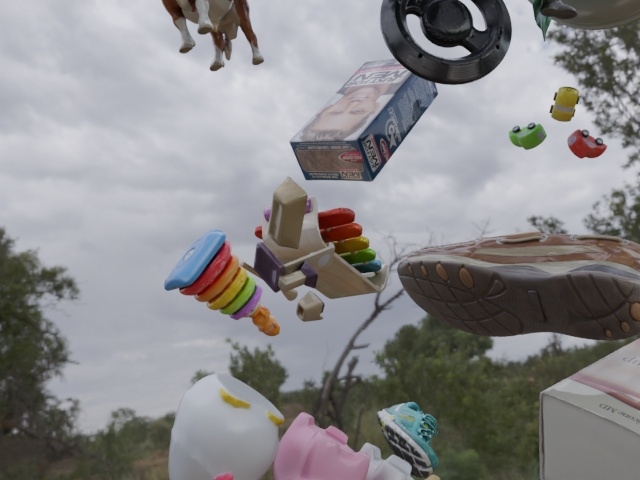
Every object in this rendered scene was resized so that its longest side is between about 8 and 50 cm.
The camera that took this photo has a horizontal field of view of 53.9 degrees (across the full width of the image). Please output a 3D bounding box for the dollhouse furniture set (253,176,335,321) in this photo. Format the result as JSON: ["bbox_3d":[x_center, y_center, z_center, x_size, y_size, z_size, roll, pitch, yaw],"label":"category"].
[{"bbox_3d":[0.000,0.000,0.593,0.081,0.091,0.114,-20,-42,-34],"label":"dollhouse furniture set"}]

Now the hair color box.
[{"bbox_3d":[0.103,-0.270,1.366,0.174,0.347,0.105,5,-47,37],"label":"hair color box"}]

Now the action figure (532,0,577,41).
[{"bbox_3d":[0.250,-0.347,0.653,0.063,0.232,0.137,4,-15,19],"label":"action figure"}]

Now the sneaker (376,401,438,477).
[{"bbox_3d":[0.195,0.401,1.325,0.110,0.107,0.275,-23,7,-5],"label":"sneaker"}]

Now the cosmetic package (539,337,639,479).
[{"bbox_3d":[0.415,0.204,0.744,0.296,0.129,0.153,-18,19,-30],"label":"cosmetic package"}]

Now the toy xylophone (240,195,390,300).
[{"bbox_3d":[-0.011,0.034,1.207,0.236,0.081,0.323,-7,-29,22],"label":"toy xylophone"}]

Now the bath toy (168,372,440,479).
[{"bbox_3d":[0.004,0.254,0.599,0.348,0.129,0.151,33,-4,-21],"label":"bath toy"}]

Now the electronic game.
[{"bbox_3d":[0.213,-0.369,1.069,0.229,0.229,0.048,-7,-15,-9],"label":"electronic game"}]

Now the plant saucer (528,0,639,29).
[{"bbox_3d":[0.472,-0.570,1.105,0.100,0.400,0.400,-26,-3,-34],"label":"plant saucer"}]

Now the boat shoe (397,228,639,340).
[{"bbox_3d":[0.252,0.047,0.796,0.324,0.123,0.116,5,37,38],"label":"boat shoe"}]

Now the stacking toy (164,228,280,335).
[{"bbox_3d":[-0.204,0.129,1.512,0.302,0.166,0.175,43,-29,-18],"label":"stacking toy"}]

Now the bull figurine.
[{"bbox_3d":[-0.194,-0.380,0.977,0.101,0.188,0.310,-18,-5,23],"label":"bull figurine"}]

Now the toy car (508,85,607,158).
[{"bbox_3d":[0.596,-0.277,1.640,0.225,0.053,0.239,-8,-45,43],"label":"toy car"}]
